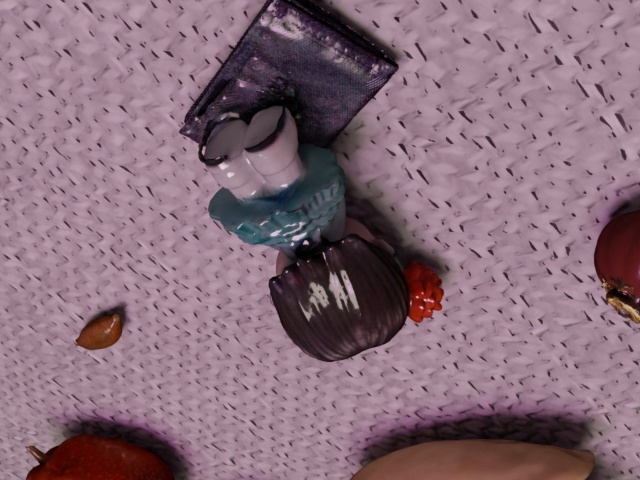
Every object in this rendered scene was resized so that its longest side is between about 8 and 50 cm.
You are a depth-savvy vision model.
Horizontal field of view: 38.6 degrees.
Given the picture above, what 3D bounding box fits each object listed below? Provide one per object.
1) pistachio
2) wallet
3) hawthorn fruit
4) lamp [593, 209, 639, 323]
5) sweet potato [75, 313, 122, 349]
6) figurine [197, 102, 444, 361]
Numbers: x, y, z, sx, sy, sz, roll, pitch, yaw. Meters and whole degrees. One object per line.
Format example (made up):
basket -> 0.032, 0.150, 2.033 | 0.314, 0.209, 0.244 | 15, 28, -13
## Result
pistachio -> 0.149, 0.293, 0.930 | 0.299, 0.187, 0.187 | -18, 122, 24
wallet -> -0.028, -0.113, 0.713 | 0.111, 0.030, 0.166 | 27, 137, -19
hawthorn fruit -> -0.258, 0.312, 1.095 | 0.179, 0.173, 0.173 | 25, 140, 33
lamp -> 0.258, 0.022, 0.695 | 0.101, 0.090, 0.101 | 43, 169, 10
sweet potato -> -0.234, 0.099, 0.971 | 0.034, 0.034, 0.095 | 42, 140, -19
figurine -> 0.000, 0.000, 0.741 | 0.137, 0.110, 0.245 | -15, 131, 21
